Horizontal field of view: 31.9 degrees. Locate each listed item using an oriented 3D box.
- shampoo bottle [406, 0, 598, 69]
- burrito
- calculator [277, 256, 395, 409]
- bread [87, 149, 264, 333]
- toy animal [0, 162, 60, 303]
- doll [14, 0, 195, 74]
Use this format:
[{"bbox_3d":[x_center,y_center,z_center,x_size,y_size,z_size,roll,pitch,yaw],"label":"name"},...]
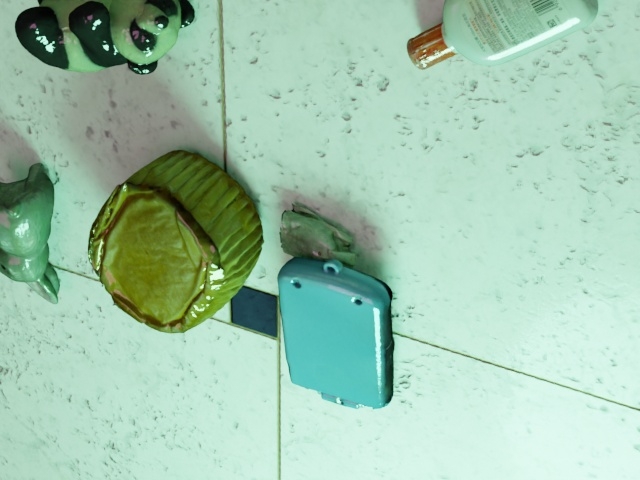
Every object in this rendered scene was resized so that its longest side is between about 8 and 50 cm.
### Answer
[{"bbox_3d":[0.193,-0.250,1.251,0.221,0.051,0.108,-21,109,39],"label":"shampoo bottle"},{"bbox_3d":[-0.001,0.003,1.542,0.118,0.044,0.074,25,126,18],"label":"burrito"},{"bbox_3d":[0.022,0.135,1.585,0.173,0.051,0.293,15,136,20],"label":"calculator"},{"bbox_3d":[-0.208,0.003,1.600,0.227,0.142,0.253,43,135,-3],"label":"bread"},{"bbox_3d":[-0.471,0.007,1.767,0.125,0.127,0.251,15,130,18],"label":"toy animal"},{"bbox_3d":[-0.283,-0.288,1.456,0.234,0.143,0.135,-4,142,31],"label":"doll"}]
